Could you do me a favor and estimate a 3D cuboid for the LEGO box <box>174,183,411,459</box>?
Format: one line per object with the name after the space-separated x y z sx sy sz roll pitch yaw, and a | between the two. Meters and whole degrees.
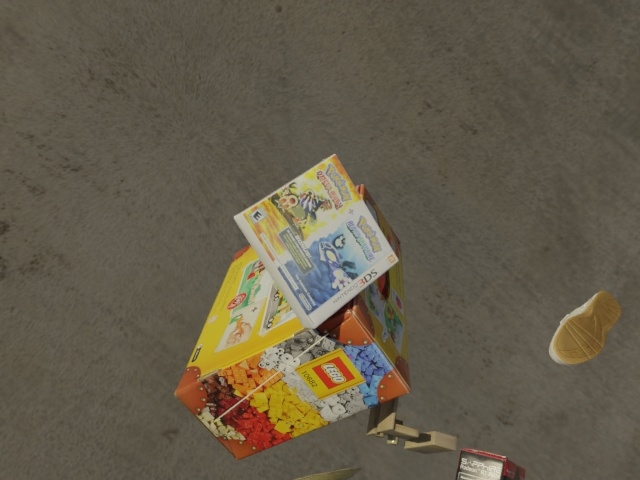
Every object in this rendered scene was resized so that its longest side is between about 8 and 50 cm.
-0.031 0.137 1.170 0.372 0.500 0.193 -27 113 20 | LEGO box

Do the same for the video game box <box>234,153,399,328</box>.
0.000 0.000 0.879 0.187 0.048 0.205 -37 100 -27 | video game box

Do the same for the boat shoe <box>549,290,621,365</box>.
0.608 0.219 1.343 0.277 0.096 0.098 -27 74 -36 | boat shoe

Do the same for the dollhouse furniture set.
0.177 0.325 1.096 0.151 0.144 0.123 19 62 -13 | dollhouse furniture set

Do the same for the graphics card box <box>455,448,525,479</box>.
0.295 0.593 1.059 0.233 0.094 0.371 44 56 -53 | graphics card box

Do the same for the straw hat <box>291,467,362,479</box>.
0.009 0.440 0.987 0.144 0.144 0.061 -6 63 -12 | straw hat
